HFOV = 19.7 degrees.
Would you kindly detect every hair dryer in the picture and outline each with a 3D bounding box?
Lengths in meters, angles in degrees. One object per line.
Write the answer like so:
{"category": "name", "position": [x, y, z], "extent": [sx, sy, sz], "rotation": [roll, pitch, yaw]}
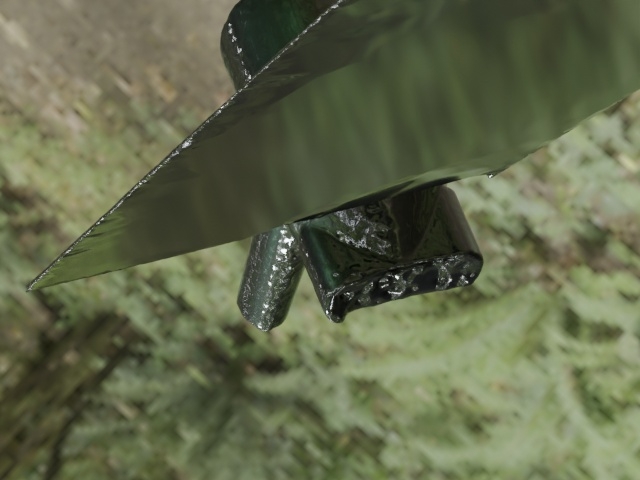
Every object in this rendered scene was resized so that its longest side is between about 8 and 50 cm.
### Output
{"category": "hair dryer", "position": [0.000, 0.000, 1.304], "extent": [0.302, 0.116, 0.244], "rotation": [106, 152, -50]}

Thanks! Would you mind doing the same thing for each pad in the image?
{"category": "pad", "position": [0.045, -0.050, 0.710], "extent": [0.367, 0.248, 0.007], "rotation": [-34, 72, 63]}
